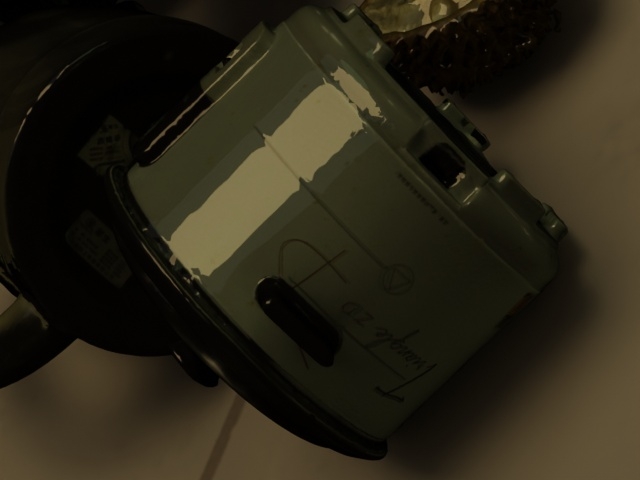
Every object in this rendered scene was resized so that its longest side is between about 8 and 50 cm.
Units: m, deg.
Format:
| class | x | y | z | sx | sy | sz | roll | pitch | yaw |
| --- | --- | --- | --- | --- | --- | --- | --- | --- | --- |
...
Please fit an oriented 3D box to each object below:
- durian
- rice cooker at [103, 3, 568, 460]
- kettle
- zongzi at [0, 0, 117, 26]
| class | x | y | z | sx | sy | sz | roll | pitch | yaw |
| --- | --- | --- | --- | --- | --- | --- | --- | --- | --- |
| durian | 0.095 | -0.151 | 1.341 | 0.188 | 0.091 | 0.148 | -8 | 42 | 34 |
| rice cooker | 0.000 | 0.000 | 1.198 | 0.227 | 0.241 | 0.280 | -44 | 13 | 7 |
| kettle | -0.193 | -0.032 | 1.451 | 0.321 | 0.228 | 0.324 | -56 | 29 | -3 |
| zongzi | -0.293 | -0.181 | 1.685 | 0.362 | 0.319 | 0.383 | -13 | 34 | 43 |
